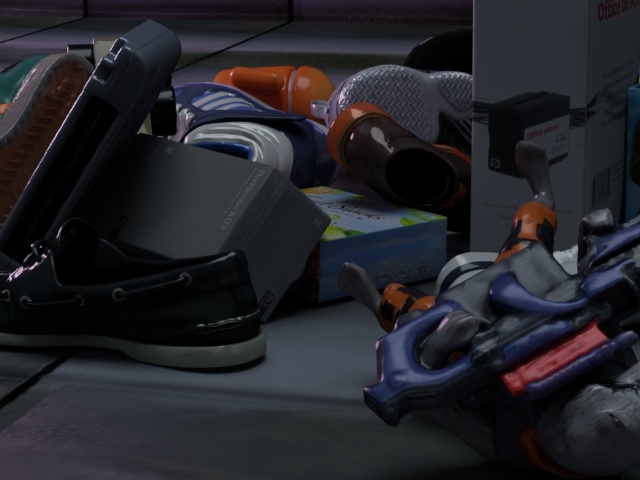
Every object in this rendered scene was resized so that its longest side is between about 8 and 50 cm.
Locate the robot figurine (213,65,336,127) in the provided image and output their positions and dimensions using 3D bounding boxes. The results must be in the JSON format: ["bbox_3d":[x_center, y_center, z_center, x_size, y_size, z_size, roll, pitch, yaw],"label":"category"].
[{"bbox_3d":[-0.068,-0.175,2.361,0.219,0.158,0.128,-2,25,12],"label":"robot figurine"}]

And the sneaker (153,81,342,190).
[{"bbox_3d":[-0.154,-0.119,2.140,0.323,0.130,0.236,15,14,29],"label":"sneaker"}]

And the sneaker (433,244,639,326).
[{"bbox_3d":[0.224,0.060,1.554,0.235,0.090,0.095,-7,28,-11],"label":"sneaker"}]

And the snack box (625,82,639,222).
[{"bbox_3d":[0.476,-0.060,1.771,0.322,0.187,0.060,5,15,23],"label":"snack box"}]

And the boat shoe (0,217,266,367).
[{"bbox_3d":[-0.208,0.037,1.563,0.340,0.113,0.127,7,16,29],"label":"boat shoe"}]

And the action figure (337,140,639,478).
[{"bbox_3d":[0.190,0.056,1.315,0.341,0.178,0.330,-24,34,-1],"label":"action figure"}]

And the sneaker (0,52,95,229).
[{"bbox_3d":[-0.358,-0.084,1.829,0.121,0.108,0.302,1,42,40],"label":"sneaker"}]

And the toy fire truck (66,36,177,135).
[{"bbox_3d":[-0.252,-0.090,2.014,0.159,0.217,0.246,-4,-27,-10],"label":"toy fire truck"}]

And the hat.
[{"bbox_3d":[0.275,-0.243,2.300,0.331,0.134,0.331,15,-18,5],"label":"hat"}]

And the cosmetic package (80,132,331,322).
[{"bbox_3d":[-0.117,-0.016,1.699,0.238,0.127,0.107,12,-24,51],"label":"cosmetic package"}]

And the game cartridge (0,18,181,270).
[{"bbox_3d":[-0.238,-0.079,1.728,0.062,0.297,0.198,33,16,2],"label":"game cartridge"}]

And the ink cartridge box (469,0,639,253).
[{"bbox_3d":[0.247,-0.127,1.798,0.129,0.307,0.223,6,15,23],"label":"ink cartridge box"}]

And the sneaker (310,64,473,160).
[{"bbox_3d":[0.167,-0.153,2.246,0.366,0.137,0.210,7,1,-20],"label":"sneaker"}]

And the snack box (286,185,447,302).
[{"bbox_3d":[0.000,0.000,1.792,0.175,0.070,0.207,-10,18,-37],"label":"snack box"}]

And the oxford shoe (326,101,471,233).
[{"bbox_3d":[0.118,-0.054,1.857,0.271,0.097,0.098,24,12,-45],"label":"oxford shoe"}]
